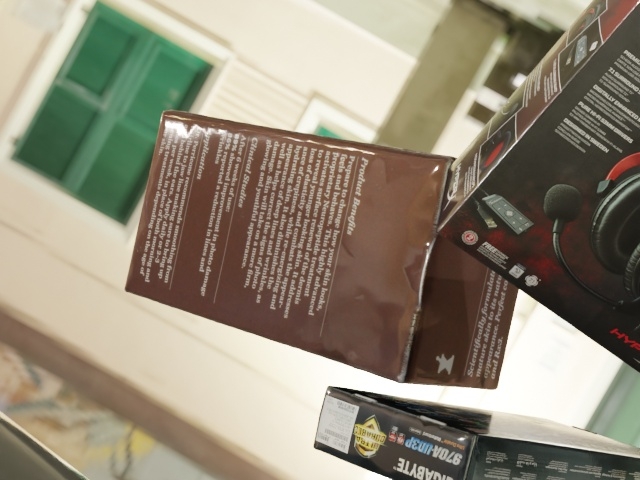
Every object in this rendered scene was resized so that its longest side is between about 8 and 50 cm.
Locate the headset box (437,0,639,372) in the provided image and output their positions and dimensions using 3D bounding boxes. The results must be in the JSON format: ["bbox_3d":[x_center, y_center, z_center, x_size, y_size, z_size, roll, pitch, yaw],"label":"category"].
[{"bbox_3d":[0.257,-0.070,1.057,0.218,0.293,0.110,35,-151,-10],"label":"headset box"}]

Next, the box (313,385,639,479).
[{"bbox_3d":[0.133,0.154,1.064,0.220,0.051,0.175,12,179,-34],"label":"box"}]

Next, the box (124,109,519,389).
[{"bbox_3d":[0.000,0.000,1.376,0.143,0.191,0.381,11,-177,-44],"label":"box"}]

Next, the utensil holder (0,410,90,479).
[{"bbox_3d":[-0.312,0.172,0.768,0.385,0.327,0.327,36,-175,12],"label":"utensil holder"}]
